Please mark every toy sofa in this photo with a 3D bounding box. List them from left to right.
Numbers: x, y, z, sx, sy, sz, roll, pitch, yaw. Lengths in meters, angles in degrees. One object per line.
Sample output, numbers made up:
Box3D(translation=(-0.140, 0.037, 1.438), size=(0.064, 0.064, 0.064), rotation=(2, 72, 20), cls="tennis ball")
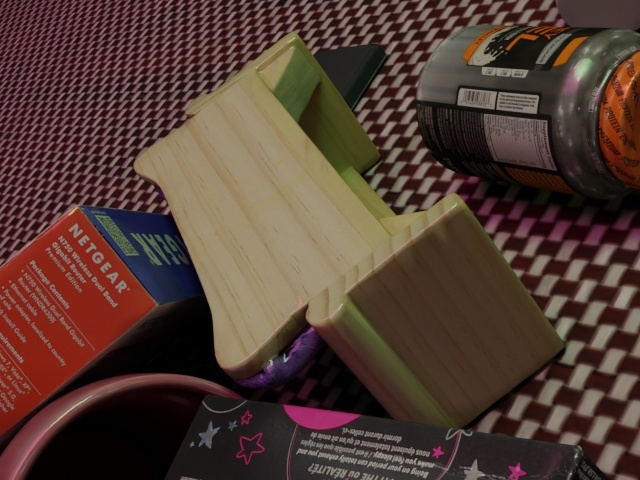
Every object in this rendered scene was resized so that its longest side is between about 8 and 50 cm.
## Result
Box3D(translation=(0.000, 0.000, 0.800), size=(0.177, 0.150, 0.362), rotation=(-38, 33, 2), cls="toy sofa")

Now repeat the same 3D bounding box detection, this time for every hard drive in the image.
Box3D(translation=(-0.001, -0.141, 1.084), size=(0.094, 0.022, 0.135), rotation=(2, 53, 47), cls="hard drive")

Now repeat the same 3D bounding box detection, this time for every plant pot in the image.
Box3D(translation=(-0.130, 0.187, 0.700), size=(0.201, 0.201, 0.180), rotation=(-57, 19, -22), cls="plant pot")

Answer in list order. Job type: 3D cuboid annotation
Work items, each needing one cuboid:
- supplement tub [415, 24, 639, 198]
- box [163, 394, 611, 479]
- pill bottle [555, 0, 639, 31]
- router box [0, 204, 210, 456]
Box3D(translation=(0.168, -0.093, 0.768), size=(0.117, 0.117, 0.190), rotation=(-52, 35, -16), cls="supplement tub")
Box3D(translation=(0.038, 0.186, 0.535), size=(0.247, 0.163, 0.142), rotation=(-1, 54, 46), cls="box")
Box3D(translation=(0.236, -0.252, 0.891), size=(0.108, 0.108, 0.180), rotation=(-20, 39, 30), cls="pill bottle")
Box3D(translation=(-0.221, 0.103, 0.815), size=(0.301, 0.082, 0.335), rotation=(-40, -3, 3), cls="router box")
